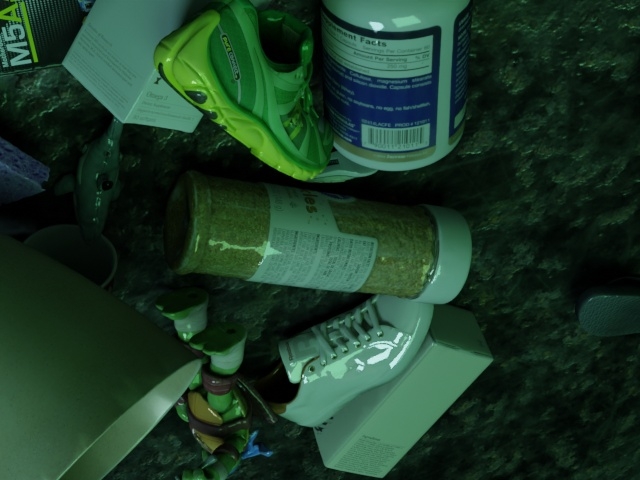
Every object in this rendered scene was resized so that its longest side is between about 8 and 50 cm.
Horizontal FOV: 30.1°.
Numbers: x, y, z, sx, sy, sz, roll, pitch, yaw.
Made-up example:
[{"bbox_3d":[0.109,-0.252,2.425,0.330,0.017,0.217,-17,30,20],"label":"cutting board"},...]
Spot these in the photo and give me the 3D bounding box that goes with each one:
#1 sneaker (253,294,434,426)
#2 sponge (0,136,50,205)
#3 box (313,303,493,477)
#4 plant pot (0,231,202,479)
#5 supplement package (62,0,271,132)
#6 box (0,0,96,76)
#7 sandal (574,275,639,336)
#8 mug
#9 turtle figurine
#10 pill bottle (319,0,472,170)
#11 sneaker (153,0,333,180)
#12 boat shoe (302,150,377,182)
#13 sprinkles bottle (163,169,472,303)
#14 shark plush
[{"bbox_3d":[0.024,0.146,1.557,0.123,0.106,0.290,23,124,-37],"label":"sneaker"},{"bbox_3d":[-0.391,-0.098,1.202,0.117,0.031,0.210,-14,146,34],"label":"sponge"},{"bbox_3d":[0.108,0.208,1.654,0.113,0.094,0.275,18,124,-32],"label":"box"},{"bbox_3d":[-0.304,0.115,1.202,0.256,0.274,0.256,-44,173,-7],"label":"plant pot"},{"bbox_3d":[-0.140,-0.206,1.119,0.105,0.105,0.179,2,126,-57],"label":"supplement package"},{"bbox_3d":[-0.294,-0.244,1.119,0.184,0.045,0.191,-11,136,-11],"label":"box"},{"bbox_3d":[0.452,0.090,1.693,0.254,0.054,0.097,5,139,-35],"label":"sandal"},{"bbox_3d":[-0.308,0.069,1.397,0.113,0.150,0.169,-37,152,-36],"label":"mug"},{"bbox_3d":[-0.185,0.212,1.482,0.274,0.198,0.266,2,121,-5],"label":"turtle figurine"},{"bbox_3d":[0.076,-0.213,1.194,0.153,0.153,0.265,-10,135,-9],"label":"pill bottle"},{"bbox_3d":[-0.041,-0.143,1.116,0.123,0.109,0.295,-49,158,4],"label":"sneaker"},{"bbox_3d":[0.021,-0.084,1.391,0.100,0.035,0.035,-10,162,-15],"label":"boat shoe"},{"bbox_3d":[0.000,0.000,1.397,0.355,0.121,0.121,7,130,-24],"label":"sprinkles bottle"},{"bbox_3d":[-0.229,-0.072,1.290,0.073,0.067,0.161,18,125,-31],"label":"shark plush"}]
